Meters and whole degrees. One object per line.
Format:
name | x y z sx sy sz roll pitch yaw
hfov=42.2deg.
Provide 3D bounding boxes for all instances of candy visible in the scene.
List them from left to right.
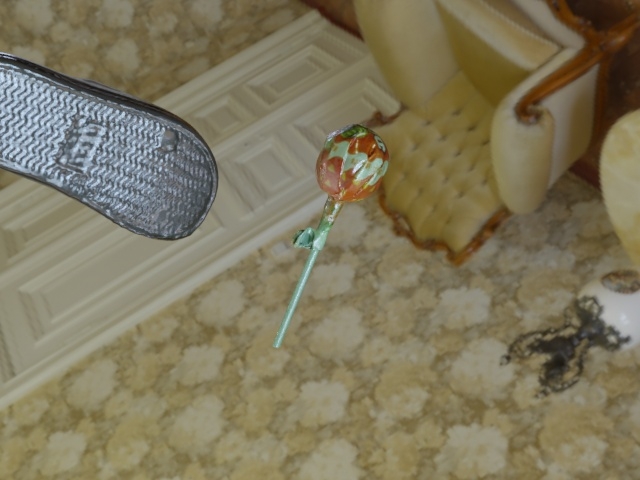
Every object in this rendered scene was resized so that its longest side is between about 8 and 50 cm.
candy | 0.000 -0.001 0.975 0.078 0.287 0.084 27 -163 18

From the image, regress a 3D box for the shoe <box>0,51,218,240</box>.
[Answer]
shoe | -0.198 -0.087 0.705 0.241 0.108 0.093 24 -170 -36
